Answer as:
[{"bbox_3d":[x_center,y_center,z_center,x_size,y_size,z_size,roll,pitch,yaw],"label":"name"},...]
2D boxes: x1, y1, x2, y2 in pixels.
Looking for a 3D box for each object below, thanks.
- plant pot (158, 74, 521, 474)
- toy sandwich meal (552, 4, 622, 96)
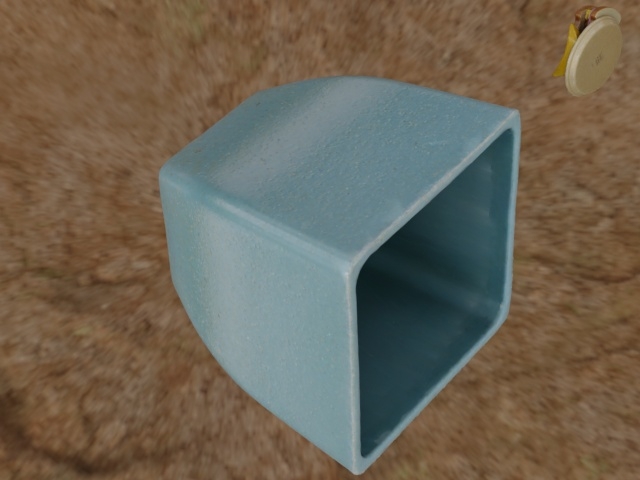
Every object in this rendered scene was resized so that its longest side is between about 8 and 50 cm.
[{"bbox_3d":[0.000,0.000,1.418,0.252,0.248,0.247,25,48,28],"label":"plant pot"},{"bbox_3d":[0.238,-0.170,1.450,0.029,0.085,0.085,32,89,35],"label":"toy sandwich meal"}]
